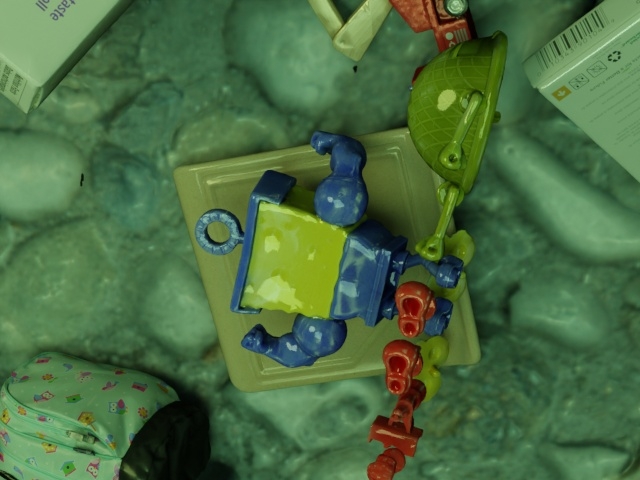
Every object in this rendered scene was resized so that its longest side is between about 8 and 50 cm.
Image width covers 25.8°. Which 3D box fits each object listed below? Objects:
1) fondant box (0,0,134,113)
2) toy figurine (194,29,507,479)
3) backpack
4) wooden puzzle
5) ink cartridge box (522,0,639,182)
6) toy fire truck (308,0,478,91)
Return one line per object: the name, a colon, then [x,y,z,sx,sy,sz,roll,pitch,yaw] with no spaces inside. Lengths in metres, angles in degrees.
fondant box: [-0.261,-0.292,1.029,0.330,0.096,0.238,41,72,-9]
toy figurine: [0.000,0.000,1.084,0.217,0.191,0.362,16,115,13]
backpack: [-0.205,0.176,1.267,0.182,0.152,0.115,13,109,18]
wooden puzzle: [0.007,0.019,1.213,0.239,0.044,0.221,-7,111,18]
ink cartridge box: [0.296,-0.135,1.072,0.206,0.045,0.208,-37,133,22]
toy fire truck: [0.052,-0.184,1.114,0.135,0.047,0.192,-13,110,15]
